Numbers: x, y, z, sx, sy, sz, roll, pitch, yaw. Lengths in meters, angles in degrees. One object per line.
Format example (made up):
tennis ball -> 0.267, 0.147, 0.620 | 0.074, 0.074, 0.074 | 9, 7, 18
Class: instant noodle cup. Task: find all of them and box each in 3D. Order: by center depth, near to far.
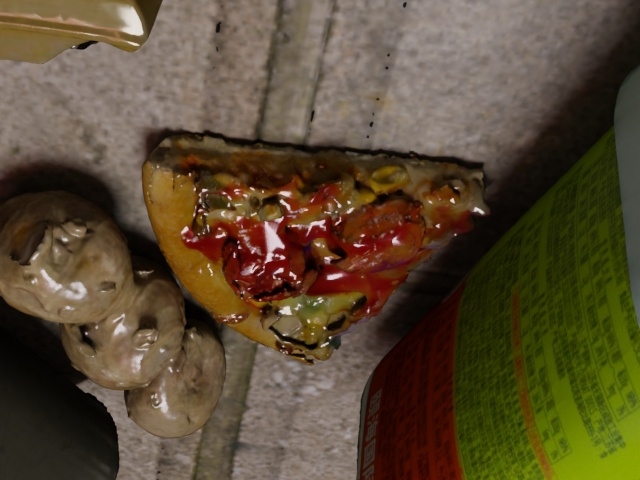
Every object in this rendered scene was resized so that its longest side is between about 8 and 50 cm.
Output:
instant noodle cup -> 0.179, 0.095, 0.598 | 0.294, 0.294, 0.308 | 22, 139, -20

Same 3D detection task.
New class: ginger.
ginger -> -0.123, 0.048, 0.673 | 0.104, 0.080, 0.204 | 8, 147, 44

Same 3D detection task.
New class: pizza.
pizza -> 0.000, 0.000, 0.636 | 0.193, 0.053, 0.201 | -24, 130, 24

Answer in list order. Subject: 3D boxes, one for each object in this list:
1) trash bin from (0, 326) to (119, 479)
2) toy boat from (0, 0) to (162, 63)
trash bin -> -0.282, 0.103, 0.643 | 0.252, 0.203, 0.301 | 17, 156, 48
toy boat -> -0.225, -0.112, 0.502 | 0.310, 0.089, 0.115 | 3, 133, -1
